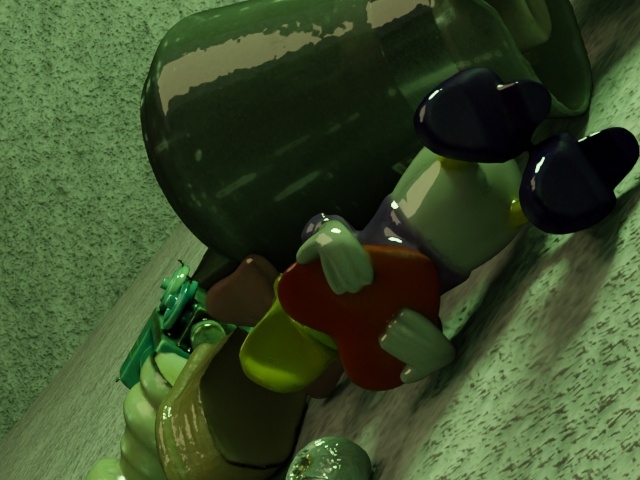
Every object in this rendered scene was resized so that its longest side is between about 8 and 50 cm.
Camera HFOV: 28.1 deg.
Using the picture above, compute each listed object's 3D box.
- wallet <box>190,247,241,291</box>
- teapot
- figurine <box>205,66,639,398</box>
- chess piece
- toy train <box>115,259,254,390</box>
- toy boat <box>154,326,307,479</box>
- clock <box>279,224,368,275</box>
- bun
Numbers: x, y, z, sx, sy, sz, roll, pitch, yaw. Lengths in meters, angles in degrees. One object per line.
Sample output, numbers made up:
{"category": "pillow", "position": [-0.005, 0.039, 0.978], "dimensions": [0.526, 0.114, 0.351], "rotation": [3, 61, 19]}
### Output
{"category": "wallet", "position": [-0.115, -0.010, 2.075], "dimensions": [0.321, 0.044, 0.170], "rotation": [-37, 19, 46]}
{"category": "teapot", "position": [0.050, -0.129, 1.126], "dimensions": [0.344, 0.253, 0.300], "rotation": [-22, -15, 29]}
{"category": "figurine", "position": [0.050, 0.011, 0.966], "dimensions": [0.421, 0.154, 0.193], "rotation": [-42, 9, 38]}
{"category": "chess piece", "position": [-0.182, 0.244, 1.289], "dimensions": [0.243, 0.133, 0.133], "rotation": [-55, 10, 8]}
{"category": "toy train", "position": [-0.178, 0.141, 1.648], "dimensions": [0.194, 0.120, 0.298], "rotation": [-60, 10, 0]}
{"category": "toy boat", "position": [-0.079, 0.160, 1.125], "dimensions": [0.061, 0.116, 0.188], "rotation": [-39, 14, 27]}
{"category": "clock", "position": [0.000, 0.000, 1.331], "dimensions": [0.184, 0.040, 0.184], "rotation": [-41, 41, 48]}
{"category": "bun", "position": [0.001, 0.174, 0.913], "dimensions": [0.083, 0.045, 0.083], "rotation": [-52, 14, 18]}
